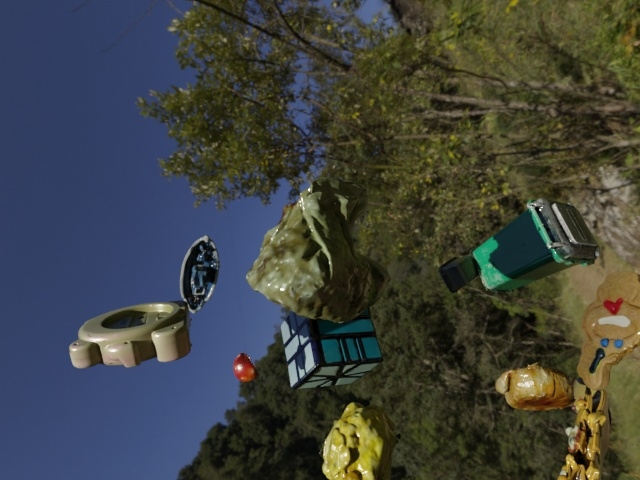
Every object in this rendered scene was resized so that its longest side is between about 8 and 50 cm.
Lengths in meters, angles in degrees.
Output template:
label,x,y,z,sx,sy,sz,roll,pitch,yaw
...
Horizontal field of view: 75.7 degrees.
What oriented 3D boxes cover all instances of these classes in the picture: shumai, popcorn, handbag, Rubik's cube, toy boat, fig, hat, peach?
label,x,y,z,sx,sy,sz,roll,pitch,yaw
shumai,0.000,0.000,0.927,0.329,0.291,0.289,-3,-61,-64
popcorn,0.130,0.658,1.286,0.252,0.214,0.287,56,-134,-40
handbag,0.847,0.701,1.329,0.401,0.132,0.283,-47,-46,-35
Rubik's cube,0.034,0.386,1.583,0.294,0.288,0.284,-56,38,44
toy boat,-0.424,0.120,1.452,0.128,0.142,0.310,6,-69,-24
fig,0.142,0.128,1.395,0.244,0.195,0.196,-17,-54,-30
hat,0.981,0.621,1.544,0.193,0.082,0.193,167,90,-88
peach,-0.250,0.420,1.344,0.061,0.098,0.098,-32,-43,-35

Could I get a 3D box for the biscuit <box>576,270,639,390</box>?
label,x,y,z,sx,sy,sz,roll,pitch,yaw
biscuit,0.763,0.235,1.073,0.183,0.046,0.320,-126,57,-71

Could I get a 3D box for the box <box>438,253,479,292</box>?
label,x,y,z,sx,sy,sz,roll,pitch,yaw
box,0.577,0.127,1.684,0.172,0.092,0.124,-23,-97,-44

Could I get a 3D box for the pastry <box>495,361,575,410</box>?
label,x,y,z,sx,sy,sz,roll,pitch,yaw
pastry,0.662,0.456,1.264,0.219,0.228,0.101,106,169,-52

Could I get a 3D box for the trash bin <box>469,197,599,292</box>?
label,x,y,z,sx,sy,sz,roll,pitch,yaw
trash bin,0.786,0.037,1.563,0.381,0.294,0.260,-46,48,46

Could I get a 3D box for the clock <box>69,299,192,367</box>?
label,x,y,z,sx,sy,sz,roll,pitch,yaw
clock,-0.543,0.274,1.219,0.284,0.308,0.114,-145,48,-69
